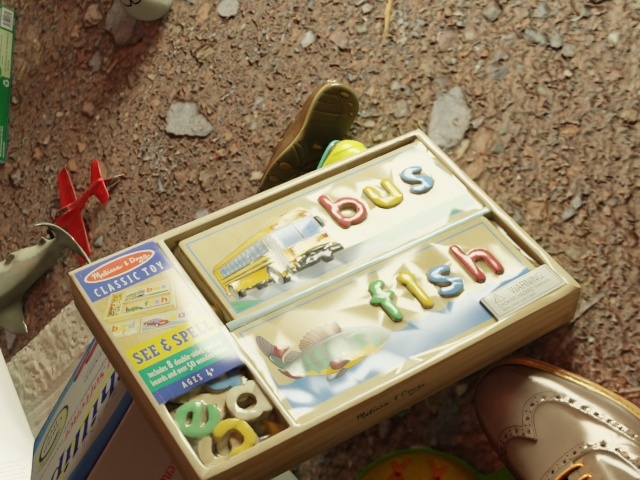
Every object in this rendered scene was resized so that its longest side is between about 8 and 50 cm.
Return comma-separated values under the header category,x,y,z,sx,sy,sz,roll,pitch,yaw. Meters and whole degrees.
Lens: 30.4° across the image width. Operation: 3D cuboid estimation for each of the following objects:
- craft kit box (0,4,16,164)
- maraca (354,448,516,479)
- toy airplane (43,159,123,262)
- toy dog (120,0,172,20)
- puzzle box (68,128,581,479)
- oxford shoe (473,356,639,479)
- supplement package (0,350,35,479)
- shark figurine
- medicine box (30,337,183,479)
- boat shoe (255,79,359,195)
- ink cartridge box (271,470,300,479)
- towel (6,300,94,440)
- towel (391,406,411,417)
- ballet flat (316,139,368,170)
category,x,y,z,sx,sy,sz,roll,pitch,yaw
craft kit box,-0.576,-0.218,1.819,0.246,0.061,0.250,-13,70,38
maraca,0.115,0.263,1.122,0.185,0.099,0.127,2,71,14
toy airplane,-0.324,-0.049,1.590,0.151,0.028,0.151,-9,74,36
toy dog,-0.257,-0.476,1.564,0.220,0.161,0.334,-37,58,26
puzzle box,0.004,0.052,1.113,0.272,0.409,0.052,48,152,36
oxford shoe,0.247,0.220,1.000,0.363,0.132,0.130,43,106,37
supplement package,-0.467,0.294,1.488,0.293,0.177,0.175,60,140,32
shark figurine,-0.413,0.067,1.608,0.278,0.166,0.116,-26,88,12
medicine box,-0.189,0.206,1.261,0.263,0.149,0.289,-59,18,10
boat shoe,-0.018,-0.104,1.350,0.178,0.064,0.060,-58,21,9
ink cartridge box,-0.089,0.349,1.262,0.153,0.087,0.208,40,103,37
towel,-0.301,0.166,1.503,0.282,0.049,0.187,-43,57,21
towel,0.039,0.121,1.263,0.113,0.023,0.152,-20,66,32
ballet flat,0.000,0.000,1.298,0.077,0.077,0.231,29,95,23
